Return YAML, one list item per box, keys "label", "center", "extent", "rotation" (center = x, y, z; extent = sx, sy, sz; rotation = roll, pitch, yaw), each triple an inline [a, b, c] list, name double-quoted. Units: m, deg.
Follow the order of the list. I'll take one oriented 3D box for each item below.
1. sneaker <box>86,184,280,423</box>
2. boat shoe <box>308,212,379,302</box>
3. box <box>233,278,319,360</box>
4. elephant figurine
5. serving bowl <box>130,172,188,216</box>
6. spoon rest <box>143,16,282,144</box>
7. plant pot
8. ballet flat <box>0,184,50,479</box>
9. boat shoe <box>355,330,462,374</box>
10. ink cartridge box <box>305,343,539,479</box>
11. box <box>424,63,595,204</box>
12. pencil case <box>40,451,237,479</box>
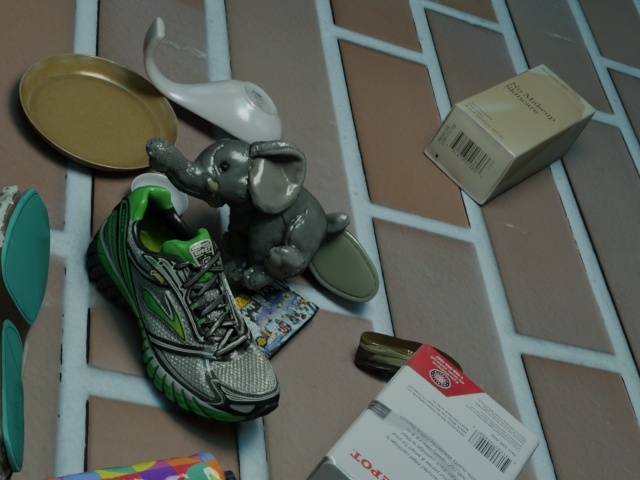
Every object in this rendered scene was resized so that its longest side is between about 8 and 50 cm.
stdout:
- label: "sneaker"
  center: [-0.165, 0.078, 1.478]
  extent: [0.134, 0.146, 0.343]
  rotation: [-20, 63, -45]
- label: "boat shoe"
  center: [0.000, 0.000, 1.721]
  extent: [0.227, 0.081, 0.068]
  rotation: [42, 11, 8]
- label: "box"
  center: [-0.074, 0.100, 1.608]
  extent: [0.094, 0.027, 0.137]
  rotation: [38, 40, 8]
- label: "elephant figurine"
  center: [-0.092, -0.070, 1.586]
  extent: [0.186, 0.169, 0.240]
  rotation: [-62, 136, -60]
- label: "serving bowl"
  center: [-0.227, -0.055, 1.668]
  extent: [0.083, 0.027, 0.083]
  rotation: [19, 42, -17]
- label: "spoon rest"
  center: [-0.166, -0.225, 1.834]
  extent: [0.276, 0.084, 0.137]
  rotation: [35, 27, -30]
- label: "plant pot"
  center: [-0.321, -0.179, 1.733]
  extent: [0.236, 0.032, 0.236]
  rotation: [19, 42, -17]
- label: "ballet flat"
  center: [-0.389, 0.091, 1.338]
  extent: [0.146, 0.147, 0.409]
  rotation: [15, 41, -20]
- label: "boat shoe"
  center: [0.119, 0.167, 1.652]
  extent: [0.152, 0.049, 0.056]
  rotation: [20, 22, -9]
- label: "ink cartridge box"
  center: [0.120, 0.283, 1.478]
  extent: [0.197, 0.114, 0.273]
  rotation: [40, 39, 8]
- label: "box"
  center: [0.337, -0.192, 2.111]
  extent: [0.148, 0.121, 0.311]
  rotation: [43, 40, 14]
- label: "pencil case"
  center: [-0.205, 0.287, 1.274]
  extent: [0.236, 0.104, 0.104]
  rotation: [-3, 51, -34]
